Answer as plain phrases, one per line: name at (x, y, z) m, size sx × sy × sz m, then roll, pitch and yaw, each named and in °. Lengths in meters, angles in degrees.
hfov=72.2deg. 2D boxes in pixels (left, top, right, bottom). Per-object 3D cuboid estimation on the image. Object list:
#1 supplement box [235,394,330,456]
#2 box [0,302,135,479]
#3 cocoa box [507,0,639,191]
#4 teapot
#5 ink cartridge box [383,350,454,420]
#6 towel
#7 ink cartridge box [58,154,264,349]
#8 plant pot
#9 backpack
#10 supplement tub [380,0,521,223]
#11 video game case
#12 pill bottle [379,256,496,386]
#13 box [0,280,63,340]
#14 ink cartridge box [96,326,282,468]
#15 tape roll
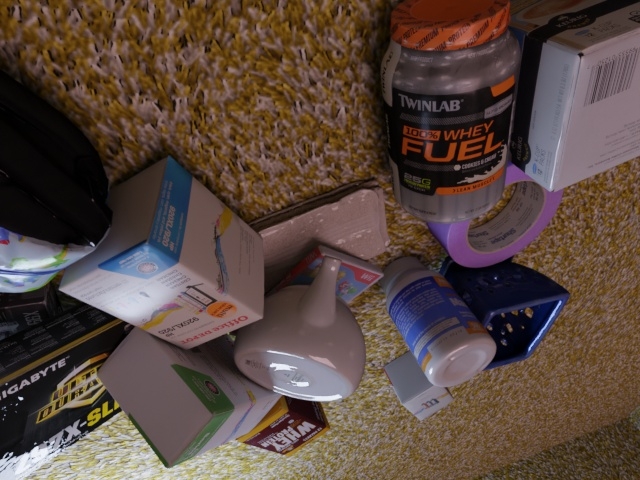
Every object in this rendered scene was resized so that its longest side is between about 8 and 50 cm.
supplement box at (-0.106, 0.366, 1.023) m, size 0.129 × 0.191 × 0.194 m, roll -37°, pitch 134°, yaw 9°
box at (-0.406, 0.228, 0.735) m, size 0.322 × 0.079 × 0.257 m, roll -30°, pitch 148°, yaw -49°
cocoa box at (0.454, -0.279, 0.704) m, size 0.348 × 0.227 × 0.231 m, roll -22°, pitch 134°, yaw -6°
teapot at (-0.027, 0.170, 0.812) m, size 0.256 × 0.187 × 0.252 m, roll -13°, pitch 133°, yaw 32°
ink cartridge box at (0.294, 0.429, 1.307) m, size 0.127 × 0.128 × 0.176 m, roll -34°, pitch 135°, yaw 5°
towel at (0.000, 0.000, 0.858) m, size 0.283 × 0.049 × 0.187 m, roll -22°, pitch 133°, yaw -6°
ink cartridge box at (-0.220, 0.031, 0.672) m, size 0.171 × 0.168 × 0.232 m, roll -24°, pitch 137°, yaw 21°
plant pot at (0.398, 0.157, 1.064) m, size 0.236 × 0.212 × 0.235 m, roll -6°, pitch 131°, yaw -20°
backpack at (-0.404, -0.085, 0.463) m, size 0.273 × 0.290 × 0.356 m, roll -42°, pitch 140°, yaw 24°
supplement tub at (0.196, -0.197, 0.680) m, size 0.194 × 0.193 × 0.315 m, roll -22°, pitch 133°, yaw -6°
video game case at (-0.029, 0.127, 0.924) m, size 0.285 × 0.025 × 0.204 m, roll -42°, pitch 141°, yaw 24°
pill bottle at (0.236, 0.161, 0.949) m, size 0.153 × 0.272 × 0.152 m, roll -13°, pitch 133°, yaw -14°
box at (-0.562, 0.202, 0.749) m, size 0.243 × 0.076 × 0.307 m, roll -9°, pitch 131°, yaw -19°
ink cartridge box at (-0.218, 0.262, 0.796) m, size 0.117 × 0.201 × 0.278 m, roll -50°, pitch 159°, yaw 1°
tape roll at (0.371, -0.072, 0.942) m, size 0.275 × 0.090 × 0.274 m, roll -13°, pitch 132°, yaw -15°
